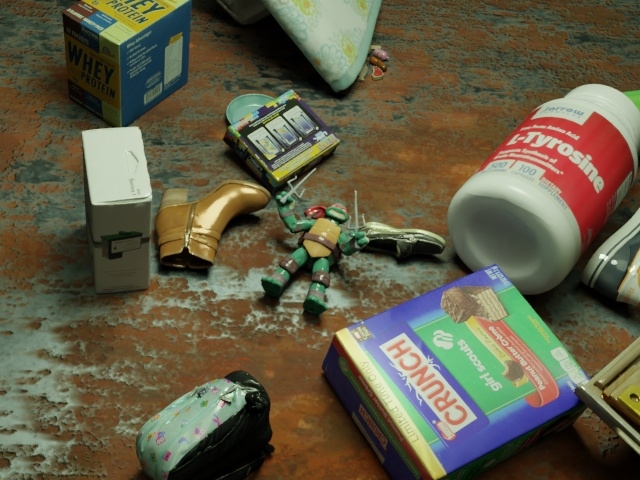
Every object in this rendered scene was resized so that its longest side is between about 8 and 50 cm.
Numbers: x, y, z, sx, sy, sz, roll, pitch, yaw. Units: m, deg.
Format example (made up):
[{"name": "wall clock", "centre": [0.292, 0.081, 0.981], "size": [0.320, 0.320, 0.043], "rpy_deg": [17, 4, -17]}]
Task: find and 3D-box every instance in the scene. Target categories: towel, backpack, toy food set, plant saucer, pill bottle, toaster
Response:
[{"name": "towel", "centre": [-0.012, -0.525, 1.899], "size": [0.320, 0.090, 0.375], "rpy_deg": [45, 39, -28]}, {"name": "backpack", "centre": [-0.159, 0.273, 1.278], "size": [0.182, 0.152, 0.115], "rpy_deg": [-33, 46, -28]}, {"name": "toy food set", "centre": [0.536, 0.212, 1.335], "size": [0.306, 0.092, 0.219], "rpy_deg": [-30, 61, -33]}, {"name": "plant saucer", "centre": [-0.122, -0.235, 1.788], "size": [0.119, 0.021, 0.119], "rpy_deg": [5, 50, -6]}, {"name": "pill bottle", "centre": [0.416, -0.107, 1.643], "size": [0.229, 0.229, 0.407], "rpy_deg": [33, 52, 17]}, {"name": "toaster", "centre": [-0.144, -0.550, 1.934], "size": [0.227, 0.146, 0.129], "rpy_deg": [41, 41, -35]}, {"name": "toy food set", "centre": [0.109, -0.380, 1.956], "size": [0.077, 0.019, 0.122], "rpy_deg": [2, 50, -9]}]

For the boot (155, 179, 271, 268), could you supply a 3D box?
[{"name": "boot", "centre": [-0.179, -0.022, 1.564], "size": [0.197, 0.073, 0.152], "rpy_deg": [-6, 49, 0]}]

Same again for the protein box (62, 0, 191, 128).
[{"name": "protein box", "centre": [-0.356, -0.357, 1.728], "size": [0.136, 0.201, 0.200], "rpy_deg": [32, 51, 16]}]

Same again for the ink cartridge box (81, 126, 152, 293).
[{"name": "ink cartridge box", "centre": [-0.320, -0.047, 1.456], "size": [0.092, 0.219, 0.160], "rpy_deg": [-6, 51, -16]}]

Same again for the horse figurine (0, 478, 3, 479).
[{"name": "horse figurine", "centre": [-0.518, 0.373, 1.162], "size": [0.174, 0.066, 0.263], "rpy_deg": [15, 46, -5]}]

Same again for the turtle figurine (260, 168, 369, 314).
[{"name": "turtle figurine", "centre": [0.000, 0.000, 1.547], "size": [0.175, 0.118, 0.234], "rpy_deg": [14, 63, 21]}]

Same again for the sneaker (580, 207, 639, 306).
[{"name": "sneaker", "centre": [0.603, 0.002, 1.656], "size": [0.127, 0.126, 0.321], "rpy_deg": [36, 63, 25]}]

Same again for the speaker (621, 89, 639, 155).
[{"name": "speaker", "centre": [0.665, -0.242, 1.874], "size": [0.296, 0.131, 0.131], "rpy_deg": [-8, 52, -18]}]

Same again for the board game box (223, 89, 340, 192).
[{"name": "board game box", "centre": [-0.071, -0.186, 1.718], "size": [0.170, 0.048, 0.141], "rpy_deg": [-36, 79, -33]}]

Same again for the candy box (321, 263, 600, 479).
[{"name": "candy box", "centre": [0.206, 0.210, 1.400], "size": [0.317, 0.122, 0.268], "rpy_deg": [-21, 59, -25]}]

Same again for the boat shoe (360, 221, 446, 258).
[{"name": "boat shoe", "centre": [0.140, 0.008, 1.612], "size": [0.152, 0.056, 0.049], "rpy_deg": [9, 53, 10]}]
